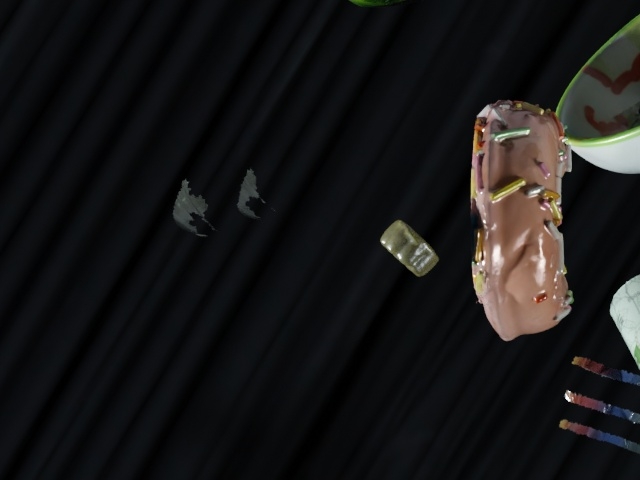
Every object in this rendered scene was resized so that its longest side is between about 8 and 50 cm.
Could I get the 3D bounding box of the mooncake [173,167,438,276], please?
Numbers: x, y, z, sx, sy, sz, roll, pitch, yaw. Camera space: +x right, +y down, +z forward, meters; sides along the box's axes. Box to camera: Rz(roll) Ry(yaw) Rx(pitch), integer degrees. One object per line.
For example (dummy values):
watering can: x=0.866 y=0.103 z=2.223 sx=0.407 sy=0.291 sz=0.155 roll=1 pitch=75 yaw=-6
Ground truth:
mooncake: x=0.006 y=-0.012 z=1.372 sx=0.346 sy=0.057 sz=0.150 roll=19 pitch=-168 yaw=-41

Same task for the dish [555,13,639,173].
dish: x=0.429 y=-0.171 z=1.856 sx=0.124 sy=0.324 sz=0.324 roll=50 pitch=166 yaw=-18

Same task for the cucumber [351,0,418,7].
cucumber: x=0.110 y=-0.211 z=1.111 sx=0.074 sy=0.241 sz=0.074 roll=46 pitch=147 yaw=41

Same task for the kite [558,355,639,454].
kite: x=0.353 y=0.183 z=1.608 sx=0.245 sy=0.141 sz=0.015 roll=16 pitch=-171 yaw=21

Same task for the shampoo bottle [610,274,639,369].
shampoo bottle: x=0.255 y=0.111 z=1.097 sx=0.065 sy=0.065 sz=0.204 roll=39 pitch=-158 yaw=-42

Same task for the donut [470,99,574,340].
donut: x=0.192 y=-0.026 z=1.560 sx=0.085 sy=0.233 sz=0.199 roll=-2 pitch=166 yaw=14
